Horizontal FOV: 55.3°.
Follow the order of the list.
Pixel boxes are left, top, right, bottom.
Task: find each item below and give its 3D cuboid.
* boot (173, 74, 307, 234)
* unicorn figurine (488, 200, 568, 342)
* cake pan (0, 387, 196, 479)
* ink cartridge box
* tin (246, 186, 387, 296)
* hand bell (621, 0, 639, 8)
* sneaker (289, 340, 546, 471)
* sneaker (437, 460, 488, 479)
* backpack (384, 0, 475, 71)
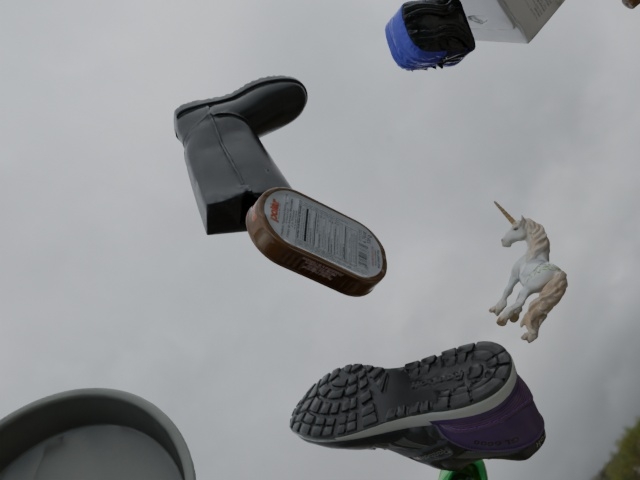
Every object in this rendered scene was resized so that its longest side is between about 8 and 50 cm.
[{"bbox_3d":[-0.142,-0.214,1.441,0.366,0.445,0.146,-21,-50,-8],"label":"boot"},{"bbox_3d":[0.219,0.038,0.647,0.060,0.162,0.111,22,-79,-19],"label":"unicorn figurine"},{"bbox_3d":[-0.259,0.289,0.604,0.293,0.293,0.054,-44,-34,-26],"label":"cake pan"},{"bbox_3d":[0.321,-0.471,1.008,0.168,0.171,0.233,40,-91,-29],"label":"ink cartridge box"},{"bbox_3d":[0.000,0.000,0.751,0.189,0.106,0.040,25,-52,-20],"label":"tin"},{"bbox_3d":[0.465,-0.395,0.759,0.242,0.126,0.126,-50,-34,10],"label":"hand bell"},{"bbox_3d":[0.093,0.203,0.651,0.124,0.283,0.107,56,-139,-19],"label":"sneaker"},{"bbox_3d":[0.221,0.491,1.007,0.123,0.109,0.296,75,-157,-63],"label":"sneaker"},{"bbox_3d":[0.157,-0.304,0.927,0.120,0.101,0.098,-14,-103,-31],"label":"backpack"}]
